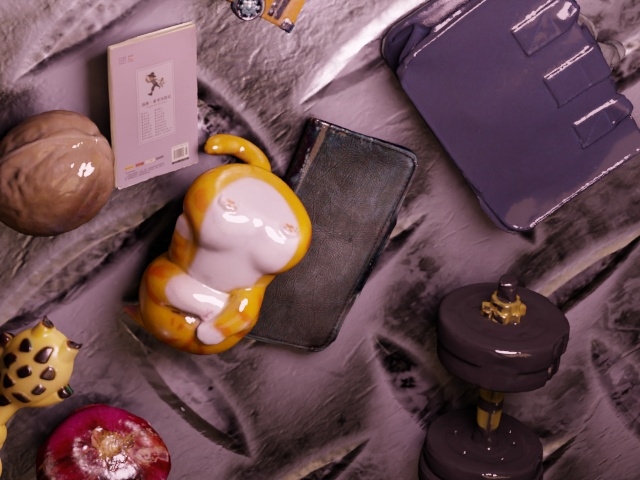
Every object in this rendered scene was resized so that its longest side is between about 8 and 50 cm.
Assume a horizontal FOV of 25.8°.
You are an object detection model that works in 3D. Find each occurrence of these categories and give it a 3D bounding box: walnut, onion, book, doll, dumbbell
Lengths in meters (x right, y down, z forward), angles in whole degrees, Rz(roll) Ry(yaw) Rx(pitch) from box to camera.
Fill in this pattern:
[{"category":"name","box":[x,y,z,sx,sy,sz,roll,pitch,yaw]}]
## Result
[{"category":"walnut","box":[-0.312,-0.076,1.617,0.140,0.140,0.162,29,133,-30]},{"category":"onion","box":[-0.299,0.294,1.846,0.173,0.135,0.198,-6,159,-32]},{"category":"book","box":[-0.196,-0.159,1.658,0.127,0.014,0.181,-23,126,-38]},{"category":"doll","box":[-0.126,0.027,1.724,0.167,0.162,0.269,28,109,-11]},{"category":"dumbbell","box":[0.239,0.223,1.953,0.185,0.185,0.388,-5,119,-17]},{"category":"doll","box":[-0.410,0.220,1.778,0.117,0.086,0.291,41,103,8]}]

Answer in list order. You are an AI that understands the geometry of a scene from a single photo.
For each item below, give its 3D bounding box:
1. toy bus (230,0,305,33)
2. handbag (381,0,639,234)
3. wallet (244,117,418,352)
[{"category":"toy bus","box":[-0.103,-0.327,1.583,0.201,0.098,0.114,24,107,-27]},{"category":"handbag","box":[0.261,-0.200,1.773,0.269,0.118,0.325,-33,124,8]},{"category":"wallet","box":[0.000,0.000,1.828,0.172,0.045,0.318,15,112,-23]}]
